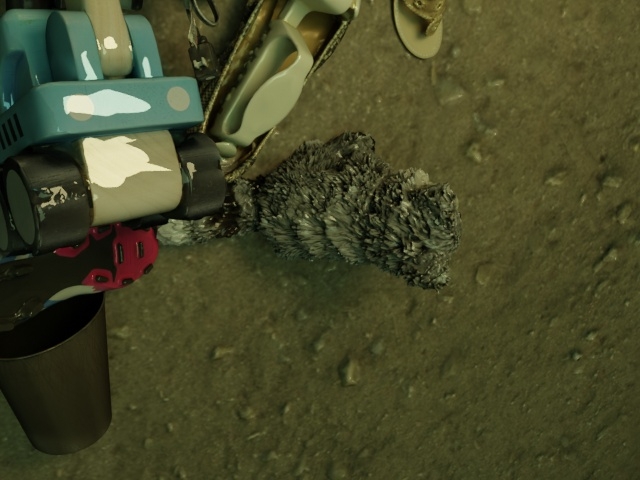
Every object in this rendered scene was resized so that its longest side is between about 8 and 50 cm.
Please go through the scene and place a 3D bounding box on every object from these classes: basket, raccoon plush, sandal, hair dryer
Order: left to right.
[{"bbox_3d":[-0.398,0.198,0.952,0.154,0.204,0.226,10,122,13],"label":"basket"},{"bbox_3d":[-0.137,-0.369,0.789,0.080,0.223,0.293,-6,80,-13],"label":"hair dryer"},{"bbox_3d":[0.000,0.000,0.957,0.447,0.299,0.216,-23,119,-13],"label":"raccoon plush"},{"bbox_3d":[0.164,-0.400,0.988,0.088,0.079,0.240,-21,118,-14],"label":"sandal"}]

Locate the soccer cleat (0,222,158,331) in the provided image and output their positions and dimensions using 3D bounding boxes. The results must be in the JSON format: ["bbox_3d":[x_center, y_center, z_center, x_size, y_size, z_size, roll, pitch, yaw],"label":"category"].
[{"bbox_3d":[-0.382,0.032,0.885,0.331,0.143,0.115,-27,117,-56],"label":"soccer cleat"}]

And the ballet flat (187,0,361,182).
[{"bbox_3d":[-0.043,-0.284,0.888,0.164,0.182,0.482,27,98,-29],"label":"ballet flat"}]

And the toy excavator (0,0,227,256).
[{"bbox_3d":[-0.256,-0.222,0.685,0.222,0.433,0.444,-17,97,-37],"label":"toy excavator"}]

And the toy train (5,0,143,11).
[{"bbox_3d":[-0.304,-0.430,0.749,0.190,0.142,0.333,-5,112,-35],"label":"toy train"}]
